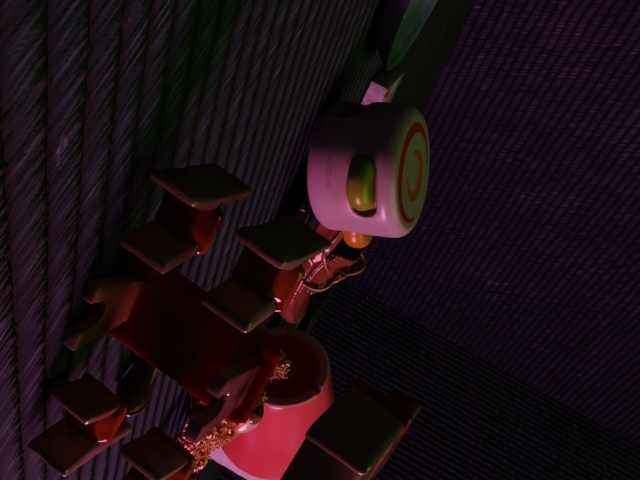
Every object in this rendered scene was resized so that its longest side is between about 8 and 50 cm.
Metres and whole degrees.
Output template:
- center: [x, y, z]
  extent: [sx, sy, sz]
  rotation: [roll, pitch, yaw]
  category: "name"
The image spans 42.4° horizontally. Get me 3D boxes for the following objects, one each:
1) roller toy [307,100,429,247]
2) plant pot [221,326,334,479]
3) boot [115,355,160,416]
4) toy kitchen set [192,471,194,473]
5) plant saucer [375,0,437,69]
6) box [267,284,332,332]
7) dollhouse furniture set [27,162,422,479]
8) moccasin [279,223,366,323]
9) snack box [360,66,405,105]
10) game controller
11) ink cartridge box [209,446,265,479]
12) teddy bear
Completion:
- center: [0.067, -0.103, 1.197]
  extent: [0.209, 0.146, 0.191]
  rotation: [55, 47, -58]
  category: "roller toy"
- center: [-0.086, 0.328, 1.742]
  extent: [0.275, 0.275, 0.243]
  rotation: [-57, 164, -39]
  category: "plant pot"
- center: [-0.170, 0.109, 0.840]
  extent: [0.106, 0.037, 0.114]
  rotation: [-75, -169, -51]
  category: "boot"
- center: [-0.286, 0.568, 1.944]
  extent: [0.075, 0.083, 0.068]
  rotation: [-57, 174, -38]
  category: "toy kitchen set"
- center: [0.161, -0.408, 1.238]
  extent: [0.317, 0.044, 0.317]
  rotation: [-60, 174, -10]
  category: "plant saucer"
- center: [-0.058, 0.185, 2.035]
  extent: [0.156, 0.093, 0.158]
  rotation: [-63, 173, 22]
  category: "box"
- center: [-0.062, 0.105, 0.646]
  extent: [0.262, 0.259, 0.135]
  rotation: [-61, 166, 20]
  category: "dollhouse furniture set"
- center: [0.022, 0.010, 1.559]
  extent: [0.380, 0.147, 0.139]
  rotation: [-63, 174, 24]
  category: "moccasin"
- center: [0.106, -0.261, 1.524]
  extent: [0.100, 0.037, 0.141]
  rotation: [-63, 175, 29]
  category: "snack box"
- center: [-0.070, 0.026, 1.334]
  extent: [0.166, 0.067, 0.319]
  rotation: [-87, -157, -67]
  category: "game controller"
- center: [-0.132, 0.452, 2.027]
  extent: [0.131, 0.226, 0.306]
  rotation: [-63, 175, 16]
  category: "ink cartridge box"
- center: [-0.152, 0.294, 1.419]
  extent: [0.245, 0.113, 0.338]
  rotation: [-32, 165, -33]
  category: "teddy bear"
